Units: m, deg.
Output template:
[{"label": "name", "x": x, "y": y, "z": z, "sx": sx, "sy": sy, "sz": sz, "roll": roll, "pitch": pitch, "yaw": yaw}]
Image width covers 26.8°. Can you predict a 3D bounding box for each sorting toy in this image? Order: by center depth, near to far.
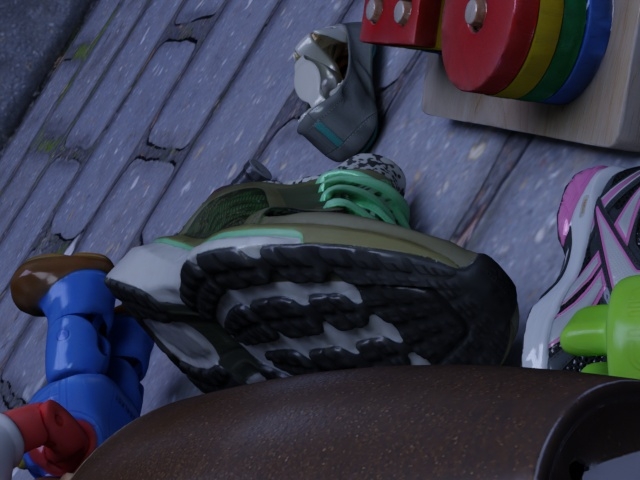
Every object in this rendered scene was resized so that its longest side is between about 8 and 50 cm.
[{"label": "sorting toy", "x": 0.112, "y": -0.197, "z": 0.808, "sx": 0.255, "sy": 0.089, "sz": 0.257, "roll": -155, "pitch": 72, "yaw": -67}]

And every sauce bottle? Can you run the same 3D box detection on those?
[{"label": "sauce bottle", "x": -0.092, "y": -0.018, "z": 1.193, "sx": 0.128, "sy": 0.042, "sz": 0.042, "roll": -50, "pitch": 23, "yaw": 20}]

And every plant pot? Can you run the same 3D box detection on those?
[{"label": "plant pot", "x": 0.038, "y": 0.129, "z": 0.475, "sx": 0.230, "sy": 0.215, "sz": 0.215, "roll": -32, "pitch": 32, "yaw": 49}]

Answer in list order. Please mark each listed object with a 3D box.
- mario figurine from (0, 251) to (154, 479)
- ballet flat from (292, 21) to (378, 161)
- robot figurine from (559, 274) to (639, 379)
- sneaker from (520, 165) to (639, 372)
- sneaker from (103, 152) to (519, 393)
[{"label": "mario figurine", "x": -0.199, "y": 0.162, "z": 0.957, "sx": 0.170, "sy": 0.198, "sz": 0.321, "roll": -50, "pitch": 29, "yaw": 32}, {"label": "ballet flat", "x": 0.009, "y": -0.142, "z": 1.117, "sx": 0.072, "sy": 0.068, "sz": 0.213, "roll": -46, "pitch": 24, "yaw": 24}, {"label": "robot figurine", "x": 0.155, "y": 0.044, "z": 0.525, "sx": 0.115, "sy": 0.101, "sz": 0.067, "roll": -6, "pitch": 7, "yaw": 24}, {"label": "sneaker", "x": 0.144, "y": 0.029, "z": 0.605, "sx": 0.077, "sy": 0.072, "sz": 0.178, "roll": -19, "pitch": 47, "yaw": 41}, {"label": "sneaker", "x": 0.000, "y": 0.000, "z": 0.862, "sx": 0.182, "sy": 0.158, "sz": 0.410, "roll": -51, "pitch": 23, "yaw": -20}]
